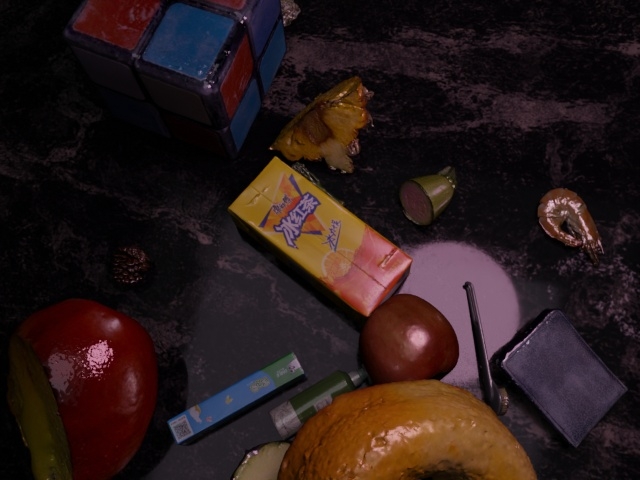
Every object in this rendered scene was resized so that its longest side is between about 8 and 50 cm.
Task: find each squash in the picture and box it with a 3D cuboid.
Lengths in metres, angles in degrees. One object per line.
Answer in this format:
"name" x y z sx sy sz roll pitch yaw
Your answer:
"squash" 0.241 -0.101 1.365 0.132 0.105 0.105 -28 73 -26
"squash" -0.070 0.463 1.203 0.191 0.085 0.184 -3 44 -5

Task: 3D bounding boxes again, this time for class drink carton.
"drink carton" 0.000 0.000 1.321 0.351 0.111 0.154 37 77 14

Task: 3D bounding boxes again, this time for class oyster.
"oyster" -0.105 -0.535 1.530 0.100 0.037 0.098 -39 76 -10

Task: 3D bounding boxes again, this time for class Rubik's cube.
"Rubik's cube" -0.270 -0.399 1.349 0.313 0.316 0.318 21 75 7

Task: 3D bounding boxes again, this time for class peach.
"peach" -0.435 0.280 1.168 0.281 0.281 0.338 17 74 7

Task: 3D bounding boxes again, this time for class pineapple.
"pineapple" 0.040 -0.240 1.398 0.164 0.250 0.140 40 40 -18

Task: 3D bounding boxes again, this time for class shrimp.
"shrimp" 0.511 -0.025 1.346 0.099 0.041 0.180 -26 74 -5

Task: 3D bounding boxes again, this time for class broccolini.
"broccolini" -0.008 -0.113 1.394 0.140 0.030 0.035 41 34 8

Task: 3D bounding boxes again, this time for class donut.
"donut" 0.174 0.419 1.072 0.435 0.163 0.377 45 82 -11

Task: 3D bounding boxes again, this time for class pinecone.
"pinecone" -0.385 0.050 1.337 0.077 0.077 0.083 30 85 11

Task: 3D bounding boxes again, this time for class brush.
"brush" 0.316 0.204 1.278 0.027 0.062 0.266 -1 68 -14

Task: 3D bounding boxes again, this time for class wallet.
"wallet" 0.449 0.251 1.239 0.167 0.036 0.222 -42 91 -15

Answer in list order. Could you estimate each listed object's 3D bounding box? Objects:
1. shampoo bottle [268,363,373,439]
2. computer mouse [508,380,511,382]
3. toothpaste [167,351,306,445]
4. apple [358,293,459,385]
"shampoo bottle" 0.006 0.298 1.251 0.204 0.065 0.065 -30 74 -8
"computer mouse" 0.392 0.230 1.273 0.056 0.032 0.110 41 82 5
"toothpaste" -0.155 0.299 1.253 0.266 0.065 0.050 -28 70 -7
"apple" 0.159 0.198 1.218 0.181 0.181 0.168 -43 68 -11
